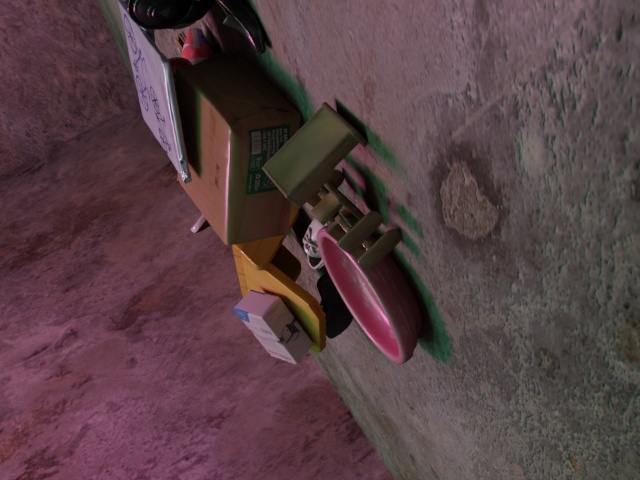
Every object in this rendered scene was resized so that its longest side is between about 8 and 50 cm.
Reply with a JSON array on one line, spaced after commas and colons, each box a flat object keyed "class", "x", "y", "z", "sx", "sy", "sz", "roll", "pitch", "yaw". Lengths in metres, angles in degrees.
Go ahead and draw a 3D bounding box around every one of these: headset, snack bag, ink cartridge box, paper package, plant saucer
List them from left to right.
[{"class": "headset", "x": -0.327, "y": -0.524, "z": 1.419, "sx": 0.185, "sy": 0.394, "sz": 0.243, "roll": -38, "pitch": 91, "yaw": 36}, {"class": "snack bag", "x": -0.367, "y": -0.342, "z": 1.717, "sx": 0.342, "sy": 0.037, "sz": 0.323, "roll": 52, "pitch": 153, "yaw": 43}, {"class": "paper package", "x": -0.192, "y": -0.200, "z": 1.709, "sx": 0.309, "sy": 0.168, "sz": 0.324, "roll": 49, "pitch": 144, "yaw": 40}, {"class": "ink cartridge box", "x": -0.127, "y": 0.234, "z": 2.072, "sx": 0.140, "sy": 0.082, "sz": 0.190, "roll": 10, "pitch": 142, "yaw": 50}, {"class": "plant saucer", "x": 0.112, "y": 0.102, "z": 1.619, "sx": 0.332, "sy": 0.084, "sz": 0.332, "roll": 55, "pitch": 169, "yaw": 17}]

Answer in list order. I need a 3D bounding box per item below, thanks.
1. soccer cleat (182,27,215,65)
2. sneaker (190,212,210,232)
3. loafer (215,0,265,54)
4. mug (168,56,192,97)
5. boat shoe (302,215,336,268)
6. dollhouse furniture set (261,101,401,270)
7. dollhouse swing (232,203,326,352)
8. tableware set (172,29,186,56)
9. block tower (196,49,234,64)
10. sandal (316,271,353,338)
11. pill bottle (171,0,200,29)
[{"class": "soccer cleat", "x": -0.319, "y": -0.464, "z": 2.055, "sx": 0.318, "sy": 0.109, "sz": 0.116, "roll": 135, "pitch": 128, "yaw": -82}, {"class": "sneaker", "x": -0.284, "y": -0.083, "z": 2.476, "sx": 0.147, "sy": 0.296, "sz": 0.105, "roll": 50, "pitch": 141, "yaw": -8}, {"class": "loafer", "x": -0.164, "y": -0.435, "z": 1.489, "sx": 0.170, "sy": 0.061, "sz": 0.062, "roll": 60, "pitch": 168, "yaw": -7}, {"class": "mug", "x": -0.323, "y": -0.358, "z": 1.887, "sx": 0.169, "sy": 0.150, "sz": 0.113, "roll": 80, "pitch": -166, "yaw": -50}, {"class": "boat shoe", "x": 0.000, "y": 0.000, "z": 1.828, "sx": 0.096, "sy": 0.088, "sz": 0.267, "roll": 57, "pitch": 169, "yaw": 14}, {"class": "dollhouse furniture set", "x": 0.039, "y": -0.105, "z": 1.382, "sx": 0.242, "sy": 0.161, "sz": 0.212, "roll": 38, "pitch": -171, "yaw": -49}, {"class": "dollhouse swing", "x": -0.062, "y": 0.083, "z": 2.138, "sx": 0.305, "sy": 0.315, "sz": 0.346, "roll": 23, "pitch": 151, "yaw": 14}, {"class": "tableware set", "x": -0.445, "y": -0.621, "z": 2.295, "sx": 0.194, "sy": 0.039, "sz": 0.128, "roll": 61, "pitch": 169, "yaw": -10}, {"class": "block tower", "x": -0.252, "y": -0.374, "z": 1.961, "sx": 0.097, "sy": 0.091, "sz": 0.335, "roll": 60, "pitch": 170, "yaw": 2}, {"class": "sandal", "x": 0.037, "y": 0.172, "z": 2.130, "sx": 0.054, "sy": 0.097, "sz": 0.254, "roll": 47, "pitch": 153, "yaw": 42}, {"class": "pill bottle", "x": -0.368, "y": -0.597, "z": 1.728, "sx": 0.264, "sy": 0.153, "sz": 0.153, "roll": 50, "pitch": 165, "yaw": 40}]
